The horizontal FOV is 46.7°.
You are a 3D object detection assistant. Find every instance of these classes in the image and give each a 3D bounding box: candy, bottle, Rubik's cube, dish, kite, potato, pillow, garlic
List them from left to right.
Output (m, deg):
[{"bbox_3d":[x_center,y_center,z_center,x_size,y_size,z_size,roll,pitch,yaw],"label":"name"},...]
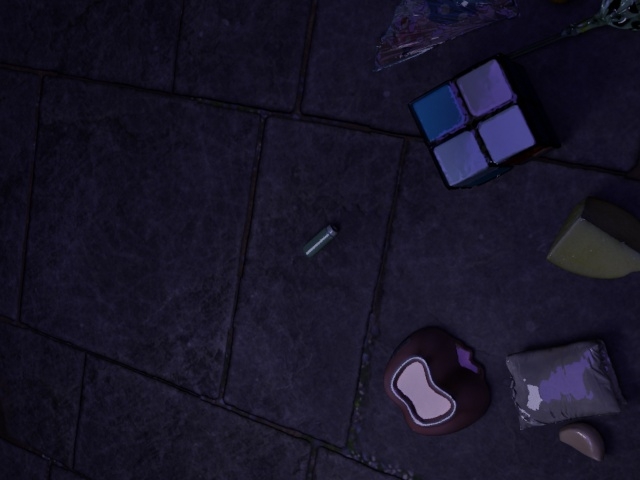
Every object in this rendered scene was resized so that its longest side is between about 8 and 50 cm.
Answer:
[{"bbox_3d":[0.000,0.000,1.520,0.083,0.030,0.030,-42,75,23],"label":"bottle"},{"bbox_3d":[0.206,0.277,1.402,0.214,0.090,0.213,3,96,28],"label":"dish"},{"bbox_3d":[0.205,-0.487,1.377,0.369,0.014,0.405,32,108,21],"label":"kite"},{"bbox_3d":[0.283,-0.196,1.269,0.180,0.183,0.167,-27,81,29],"label":"Rubik's cube"},{"bbox_3d":[0.425,0.249,1.292,0.182,0.078,0.134,-16,87,27],"label":"pillow"},{"bbox_3d":[0.421,-0.361,1.251,0.306,0.083,0.091,-16,89,36],"label":"candy"},{"bbox_3d":[0.463,0.348,1.305,0.083,0.041,0.053,22,117,33],"label":"garlic"},{"bbox_3d":[0.480,0.009,1.261,0.149,0.081,0.120,33,140,4],"label":"potato"}]

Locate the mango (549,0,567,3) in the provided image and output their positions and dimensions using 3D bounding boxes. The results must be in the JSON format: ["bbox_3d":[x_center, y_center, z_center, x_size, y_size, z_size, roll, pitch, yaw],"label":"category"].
[{"bbox_3d":[0.433,-0.509,1.199,0.139,0.113,0.253,27,108,24],"label":"mango"}]
